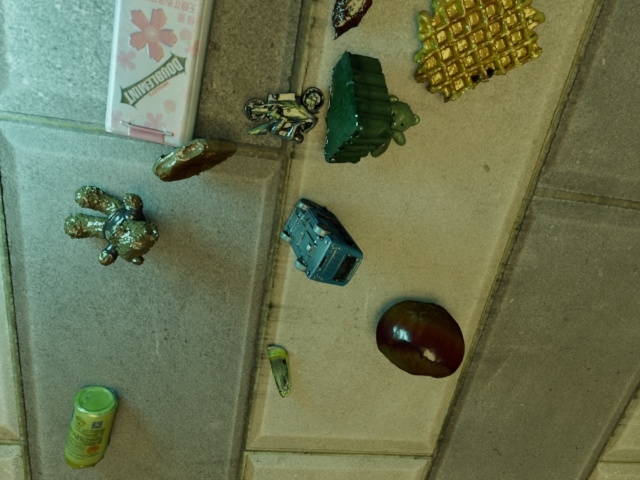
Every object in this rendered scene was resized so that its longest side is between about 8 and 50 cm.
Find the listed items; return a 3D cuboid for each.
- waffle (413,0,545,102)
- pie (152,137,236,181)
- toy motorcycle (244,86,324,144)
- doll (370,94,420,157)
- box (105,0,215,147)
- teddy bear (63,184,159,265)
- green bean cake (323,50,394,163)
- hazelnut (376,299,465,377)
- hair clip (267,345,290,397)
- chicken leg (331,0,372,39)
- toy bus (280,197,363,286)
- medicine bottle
[{"bbox_3d":[0.354,-0.449,1.068,0.310,0.065,0.283,16,109,-10],"label":"waffle"},{"bbox_3d":[-0.283,-0.181,1.043,0.195,0.195,0.046,-23,92,3],"label":"pie"},{"bbox_3d":[-0.078,-0.283,1.088,0.194,0.061,0.124,-14,108,-10],"label":"toy motorcycle"},{"bbox_3d":[0.163,-0.266,1.125,0.115,0.077,0.150,36,117,-9],"label":"doll"},{"bbox_3d":[-0.335,-0.397,0.981,0.191,0.112,0.369,12,110,-12],"label":"box"},{"bbox_3d":[-0.479,-0.038,1.109,0.251,0.129,0.181,31,109,22],"label":"teddy bear"},{"bbox_3d":[0.075,-0.298,1.068,0.107,0.193,0.208,-5,79,-23],"label":"green bean cake"},{"bbox_3d":[0.284,0.274,1.317,0.252,0.217,0.217,18,113,11],"label":"hazelnut"},{"bbox_3d":[-0.118,0.391,1.403,0.060,0.033,0.188,-10,112,-5],"label":"hair clip"},{"bbox_3d":[0.069,-0.552,0.984,0.105,0.063,0.233,-3,115,0],"label":"chicken leg"},{"bbox_3d":[0.000,0.000,1.129,0.134,0.246,0.113,20,110,-27],"label":"toy bus"},{"bbox_3d":[-0.671,0.552,1.361,0.124,0.124,0.238,16,112,-14],"label":"medicine bottle"}]
